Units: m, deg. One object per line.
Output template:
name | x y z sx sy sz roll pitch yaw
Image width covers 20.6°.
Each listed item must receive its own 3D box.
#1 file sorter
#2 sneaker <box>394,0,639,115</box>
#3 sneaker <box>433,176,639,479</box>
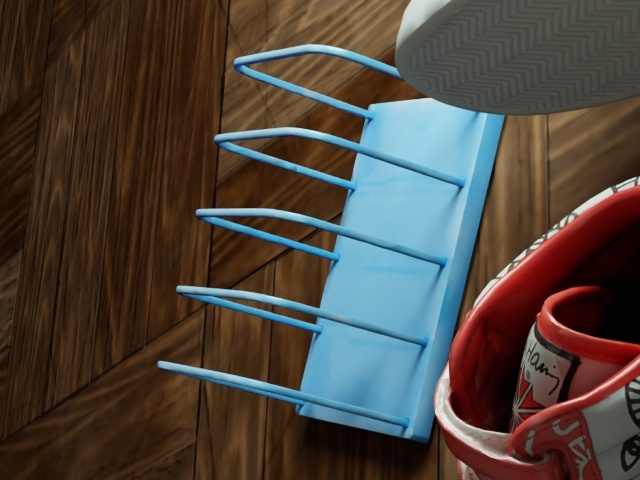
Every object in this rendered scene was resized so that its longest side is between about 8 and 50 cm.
file sorter | 0.000 0.000 0.862 0.118 0.104 0.170 1 77 62
sneaker | 0.147 -0.171 0.702 0.292 0.108 0.169 -27 49 41
sneaker | 0.069 0.103 0.567 0.270 0.145 0.090 -53 38 7
